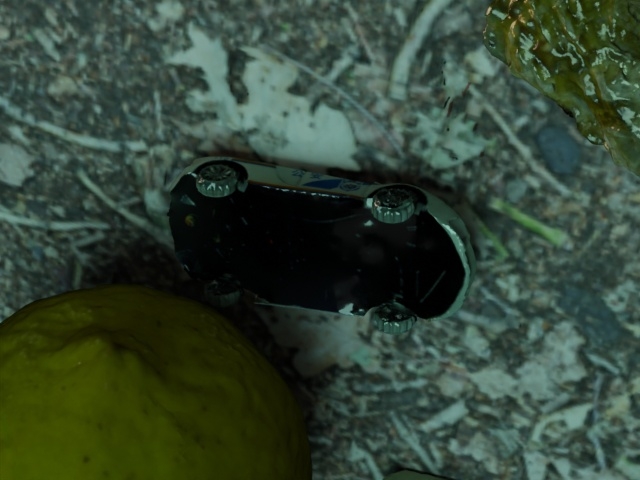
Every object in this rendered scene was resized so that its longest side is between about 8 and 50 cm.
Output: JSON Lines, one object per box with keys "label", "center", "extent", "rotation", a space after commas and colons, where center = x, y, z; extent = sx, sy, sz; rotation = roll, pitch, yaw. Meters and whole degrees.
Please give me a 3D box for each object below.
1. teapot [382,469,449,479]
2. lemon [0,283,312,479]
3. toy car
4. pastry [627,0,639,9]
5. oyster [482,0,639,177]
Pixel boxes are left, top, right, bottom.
{"label": "teapot", "center": [0.052, 0.260, 1.272], "extent": [0.107, 0.077, 0.200], "rotation": [11, 123, 18]}
{"label": "lemon", "center": [-0.129, 0.164, 1.174], "extent": [0.254, 0.253, 0.310], "rotation": [14, 145, 12]}
{"label": "toy car", "center": [0.000, 0.000, 1.145], "extent": [0.205, 0.056, 0.095], "rotation": [8, 122, 17]}
{"label": "pastry", "center": [0.201, -0.183, 0.945], "extent": [0.153, 0.081, 0.153], "rotation": [10, 120, 18]}
{"label": "oyster", "center": [0.154, -0.100, 1.045], "extent": [0.122, 0.045, 0.146], "rotation": [11, 123, 31]}
